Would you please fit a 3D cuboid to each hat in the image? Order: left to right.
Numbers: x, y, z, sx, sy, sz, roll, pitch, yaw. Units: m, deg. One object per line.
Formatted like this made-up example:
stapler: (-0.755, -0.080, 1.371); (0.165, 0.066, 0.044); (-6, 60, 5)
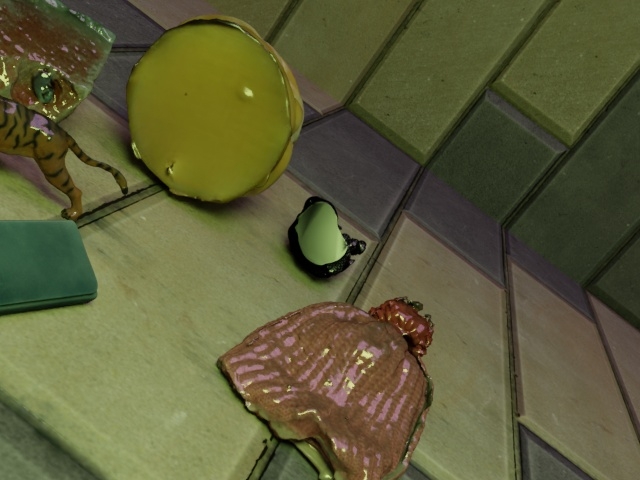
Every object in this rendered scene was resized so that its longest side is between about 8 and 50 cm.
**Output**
hat: (0.039, 0.157, 0.877); (0.237, 0.107, 0.286); (41, 44, 11)

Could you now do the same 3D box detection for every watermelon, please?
watermelon: (-0.418, -0.260, 0.979); (0.264, 0.151, 0.302); (23, 24, -36)

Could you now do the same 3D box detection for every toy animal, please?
toy animal: (-0.331, -0.112, 0.847); (0.255, 0.116, 0.114); (18, 29, -44)

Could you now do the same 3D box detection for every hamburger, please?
hamburger: (-0.154, -0.200, 1.155); (0.276, 0.276, 0.237); (35, 11, -5)

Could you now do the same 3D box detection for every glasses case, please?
glasses case: (-0.320, 0.019, 0.660); (0.105, 0.056, 0.266); (43, 21, 20)

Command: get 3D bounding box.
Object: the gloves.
gloves: (0.000, 0.003, 1.217); (0.129, 0.106, 0.181); (41, -9, 8)
